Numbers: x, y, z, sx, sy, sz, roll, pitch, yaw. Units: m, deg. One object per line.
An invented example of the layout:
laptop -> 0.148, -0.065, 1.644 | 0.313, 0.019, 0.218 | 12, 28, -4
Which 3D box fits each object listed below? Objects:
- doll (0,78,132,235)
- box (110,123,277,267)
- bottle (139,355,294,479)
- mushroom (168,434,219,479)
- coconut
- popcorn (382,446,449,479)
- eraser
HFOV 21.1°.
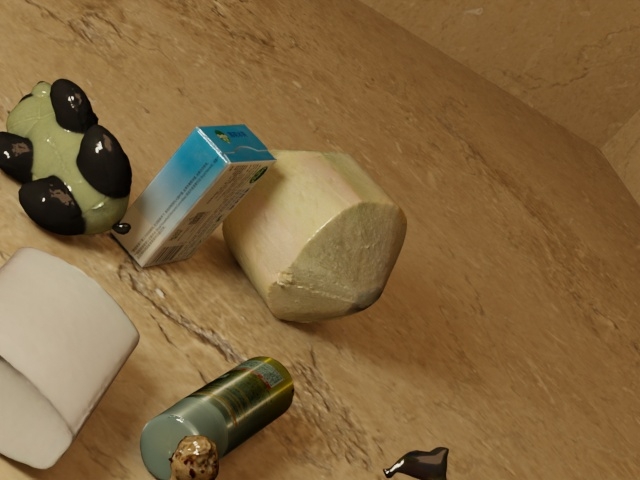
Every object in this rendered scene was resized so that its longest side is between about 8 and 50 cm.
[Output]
doll -> -0.324, -0.104, 2.159 | 0.234, 0.143, 0.135 | 53, -1, 29
box -> -0.166, -0.060, 2.252 | 0.073, 0.194, 0.139 | 47, 21, 13
bottle -> -0.116, 0.203, 1.983 | 0.082, 0.082, 0.286 | 45, 20, 8
mushroom -> -0.144, 0.274, 1.599 | 0.227, 0.217, 0.148 | 28, 24, -33
coconut -> 0.000, 0.000, 2.391 | 0.239, 0.239, 0.244 | 14, 29, -51
popcorn -> 0.141, 0.400, 1.869 | 0.297, 0.281, 0.316 | 13, 39, 28
eraser -> -0.301, 0.116, 1.807 | 0.174, 0.095, 0.270 | 40, 21, -6
